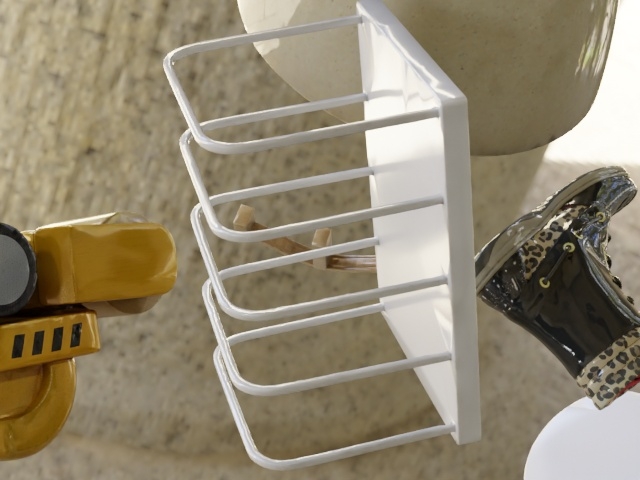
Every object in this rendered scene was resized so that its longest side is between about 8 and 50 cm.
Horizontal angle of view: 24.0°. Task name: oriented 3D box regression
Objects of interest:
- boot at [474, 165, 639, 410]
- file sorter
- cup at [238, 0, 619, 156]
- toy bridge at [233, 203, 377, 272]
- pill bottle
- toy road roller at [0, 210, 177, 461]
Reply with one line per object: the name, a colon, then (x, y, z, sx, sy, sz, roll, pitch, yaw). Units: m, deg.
boot: (0.255, 0.040, 1.370, 0.236, 0.085, 0.178, -30, 70, -40)
file sorter: (0.000, 0.000, 1.090, 0.173, 0.277, 0.193, -12, 31, -10)
cup: (0.117, -0.266, 1.246, 0.331, 0.237, 0.331, 10, 46, -10)
toy bridge: (0.003, 0.009, 1.592, 0.188, 0.063, 0.026, 15, 65, 8)
pill bottle: (0.391, 0.342, 1.656, 0.407, 0.229, 0.229, 47, 13, -38)
toy road roller: (-0.314, 0.102, 1.599, 0.203, 0.240, 0.330, -7, 0, 42)
